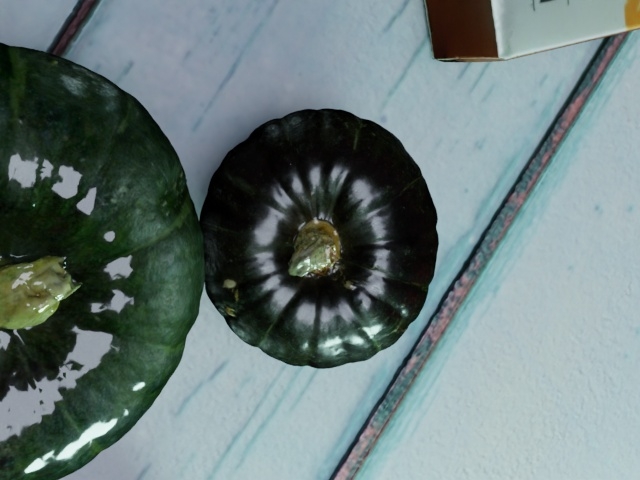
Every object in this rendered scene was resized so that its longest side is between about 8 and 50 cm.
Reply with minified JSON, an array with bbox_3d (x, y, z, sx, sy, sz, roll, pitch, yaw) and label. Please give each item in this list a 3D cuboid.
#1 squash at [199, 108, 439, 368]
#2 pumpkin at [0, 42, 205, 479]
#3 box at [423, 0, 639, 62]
[{"bbox_3d":[0.000,-0.001,0.701,0.193,0.156,0.193,3,76,-13],"label":"squash"},{"bbox_3d":[-0.216,0.024,0.599,0.300,0.207,0.300,-8,109,-25],"label":"pumpkin"},{"bbox_3d":[0.257,-0.349,0.734,0.385,0.122,0.345,-15,105,-16],"label":"box"}]
